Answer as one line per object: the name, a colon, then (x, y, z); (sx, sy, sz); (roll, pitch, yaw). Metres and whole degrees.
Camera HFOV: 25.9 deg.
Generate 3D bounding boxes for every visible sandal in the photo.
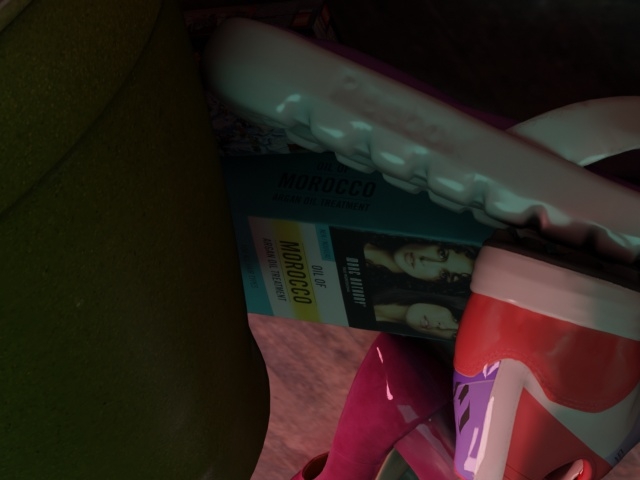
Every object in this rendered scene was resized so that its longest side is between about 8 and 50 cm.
sandal: (0.146, -0.040, 0.693); (0.416, 0.102, 0.169); (21, -179, -9)

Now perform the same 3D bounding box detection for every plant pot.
plant pot: (-0.190, 0.004, 0.684); (0.366, 0.366, 0.353); (-2, 136, 26)

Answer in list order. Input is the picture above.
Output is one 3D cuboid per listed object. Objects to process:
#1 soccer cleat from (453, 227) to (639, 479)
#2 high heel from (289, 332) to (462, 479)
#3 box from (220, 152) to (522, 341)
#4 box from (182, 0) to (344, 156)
soccer cleat: (0.136, 0.079, 0.747); (0.109, 0.116, 0.318); (18, 177, 22)
high heel: (0.019, 0.141, 1.026); (0.117, 0.082, 0.244); (58, 149, -2)
box: (0.000, 0.000, 0.853); (0.244, 0.060, 0.100); (7, 141, 17)
box: (-0.047, -0.089, 0.791); (0.137, 0.027, 0.094); (-1, 139, 24)
